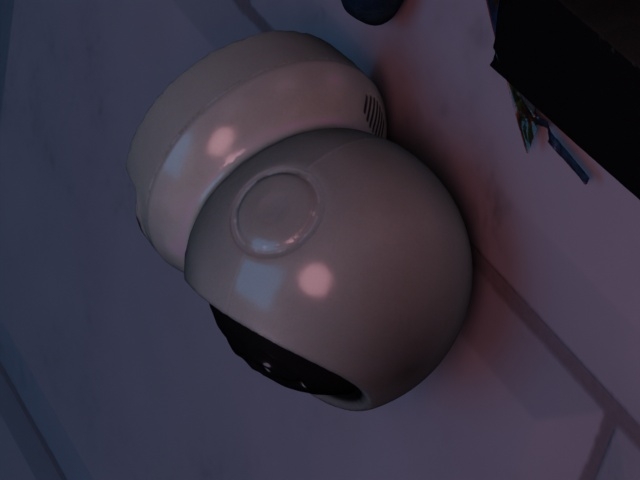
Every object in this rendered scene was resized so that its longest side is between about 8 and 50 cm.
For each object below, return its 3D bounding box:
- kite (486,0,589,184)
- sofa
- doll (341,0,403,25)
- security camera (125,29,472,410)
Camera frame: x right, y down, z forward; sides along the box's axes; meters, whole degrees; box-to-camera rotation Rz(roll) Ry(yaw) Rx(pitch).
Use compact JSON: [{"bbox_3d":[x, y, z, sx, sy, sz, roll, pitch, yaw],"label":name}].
[{"bbox_3d":[0.141,-0.139,1.030,0.160,0.010,0.183,47,133,42],"label":"kite"},{"bbox_3d":[0.162,-0.098,0.959,0.147,0.060,0.085,47,149,36],"label":"sofa"},{"bbox_3d":[0.029,-0.181,1.178,0.083,0.050,0.076,48,140,41],"label":"doll"},{"bbox_3d":[0.000,0.000,1.141,0.236,0.194,0.194,52,139,33],"label":"security camera"}]
